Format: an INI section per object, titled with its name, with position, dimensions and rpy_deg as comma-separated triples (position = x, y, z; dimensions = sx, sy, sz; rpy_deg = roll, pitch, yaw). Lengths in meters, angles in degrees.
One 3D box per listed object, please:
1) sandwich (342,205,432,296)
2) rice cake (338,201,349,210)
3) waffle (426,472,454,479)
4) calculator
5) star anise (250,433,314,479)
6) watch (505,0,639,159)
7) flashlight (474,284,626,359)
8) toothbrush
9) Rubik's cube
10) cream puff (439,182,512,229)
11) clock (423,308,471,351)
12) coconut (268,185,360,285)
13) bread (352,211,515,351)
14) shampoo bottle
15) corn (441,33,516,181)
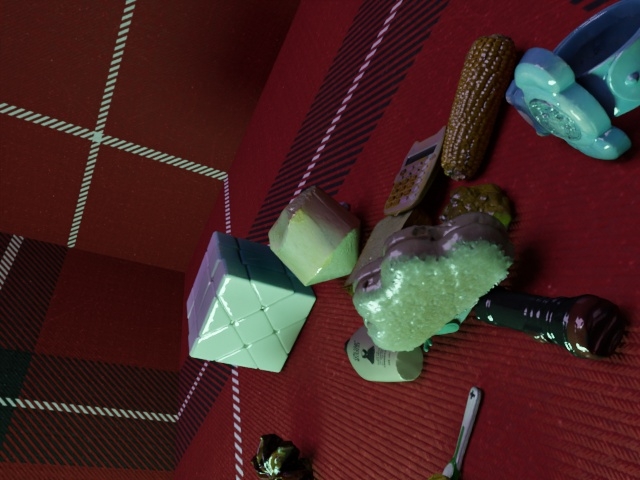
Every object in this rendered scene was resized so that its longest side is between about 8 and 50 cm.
[sandwich]
position = 0.152, 0.027, 1.114
dimensions = 0.186, 0.065, 0.215
rpy_deg = -30, 26, 58
[rice cake]
position = 0.015, -0.035, 1.574
dimensions = 0.198, 0.037, 0.189
rpy_deg = 16, 91, 66
[waffle]
position = 0.209, 0.526, 0.750
dimensions = 0.281, 0.058, 0.301
rpy_deg = -10, 67, 55
[calculator]
position = 0.219, -0.149, 1.133
dimensions = 0.157, 0.033, 0.236
rpy_deg = -17, 41, 62
[star anise]
position = -0.092, 0.621, 1.317
dimensions = 0.220, 0.126, 0.190
rpy_deg = 52, 128, 27
[watch]
position = 0.401, -0.248, 0.719
dimensions = 0.193, 0.211, 0.211
rpy_deg = -48, 29, 8
[flashlight]
position = 0.325, 0.115, 0.744
dimensions = 0.232, 0.093, 0.093
rpy_deg = 180, 105, -68
[toothbrush]
position = 0.226, 0.399, 0.857
dimensions = 0.030, 0.030, 0.304
rpy_deg = 20, 94, 66
[Rubik's cube]
position = -0.245, 0.201, 1.652
dimensions = 0.319, 0.322, 0.316
rpy_deg = -65, 24, 18
[cream puff]
position = 0.275, -0.044, 0.918
dimensions = 0.146, 0.116, 0.146
rpy_deg = -39, 45, 54
[clock]
position = 0.229, 0.112, 0.983
dimensions = 0.211, 0.066, 0.159
rpy_deg = -69, 24, 14
[coconut]
position = 0.000, 0.000, 1.357
dimensions = 0.239, 0.244, 0.239
rpy_deg = -45, -5, -5
[bread]
position = 0.163, 0.071, 0.856
dimensions = 0.337, 0.183, 0.102
rpy_deg = -54, 24, 38
[shampoo bottle]
position = 0.127, 0.251, 1.104
dimensions = 0.257, 0.078, 0.127
rpy_deg = 165, 108, -67
[corn]
position = 0.309, -0.265, 0.993
dimensions = 0.106, 0.106, 0.293
rpy_deg = 29, 103, 66
